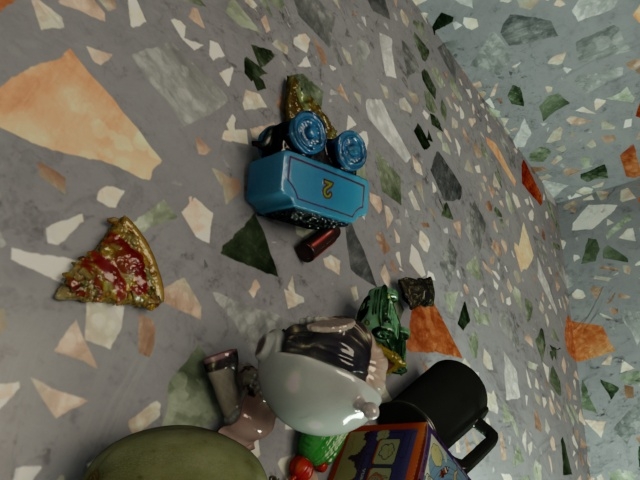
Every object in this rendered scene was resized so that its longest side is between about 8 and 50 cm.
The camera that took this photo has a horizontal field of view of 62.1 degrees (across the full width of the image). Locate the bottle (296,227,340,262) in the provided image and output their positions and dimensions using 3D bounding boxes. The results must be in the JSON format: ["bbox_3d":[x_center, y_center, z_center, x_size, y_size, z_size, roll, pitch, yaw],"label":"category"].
[{"bbox_3d":[0.000,0.000,1.427,0.164,0.060,0.060,-37,105,-52],"label":"bottle"}]

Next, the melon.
[{"bbox_3d":[-0.216,0.417,0.821,0.308,0.272,0.271,22,52,-6],"label":"melon"}]

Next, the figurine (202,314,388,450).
[{"bbox_3d":[-0.035,0.281,1.029,0.253,0.361,0.211,25,46,-48],"label":"figurine"}]

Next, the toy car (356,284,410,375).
[{"bbox_3d":[0.171,0.256,1.480,0.306,0.125,0.136,68,26,-43],"label":"toy car"}]

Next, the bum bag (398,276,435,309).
[{"bbox_3d":[0.327,0.172,1.755,0.248,0.069,0.102,2,58,-53],"label":"bum bag"}]

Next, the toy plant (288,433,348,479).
[{"bbox_3d":[0.010,0.453,1.218,0.154,0.088,0.240,40,68,-53],"label":"toy plant"}]

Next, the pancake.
[{"bbox_3d":[-0.022,-0.303,1.535,0.197,0.054,0.376,-16,89,-47],"label":"pancake"}]

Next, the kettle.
[{"bbox_3d":[0.335,0.510,1.504,0.308,0.203,0.262,-15,68,-50],"label":"kettle"}]

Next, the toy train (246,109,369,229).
[{"bbox_3d":[-0.030,-0.163,1.331,0.300,0.188,0.265,14,76,-40],"label":"toy train"}]

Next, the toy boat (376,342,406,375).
[{"bbox_3d":[0.082,0.321,1.339,0.318,0.099,0.141,1,107,-42],"label":"toy boat"}]

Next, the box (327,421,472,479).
[{"bbox_3d":[0.201,0.659,1.237,0.348,0.257,0.318,54,39,-21],"label":"box"}]

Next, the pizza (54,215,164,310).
[{"bbox_3d":[-0.369,0.058,0.937,0.199,0.062,0.188,-33,99,-51],"label":"pizza"}]
